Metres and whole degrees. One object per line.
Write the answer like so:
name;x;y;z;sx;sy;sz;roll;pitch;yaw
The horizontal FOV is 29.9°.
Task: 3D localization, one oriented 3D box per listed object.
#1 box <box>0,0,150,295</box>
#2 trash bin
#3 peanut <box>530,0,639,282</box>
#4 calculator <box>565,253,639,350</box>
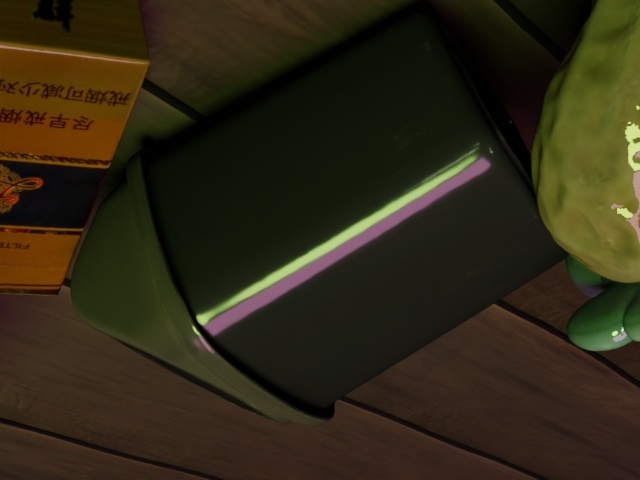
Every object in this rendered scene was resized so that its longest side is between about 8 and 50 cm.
box;-0.210;-0.057;0.729;0.152;0.070;0.237;3;145;-25
trash bin;0.000;0.000;0.797;0.290;0.182;0.209;-30;144;15
peanut;0.210;-0.126;0.663;0.152;0.152;0.313;7;109;-29
calculator;0.255;-0.037;0.788;0.042;0.295;0.184;52;149;-16
